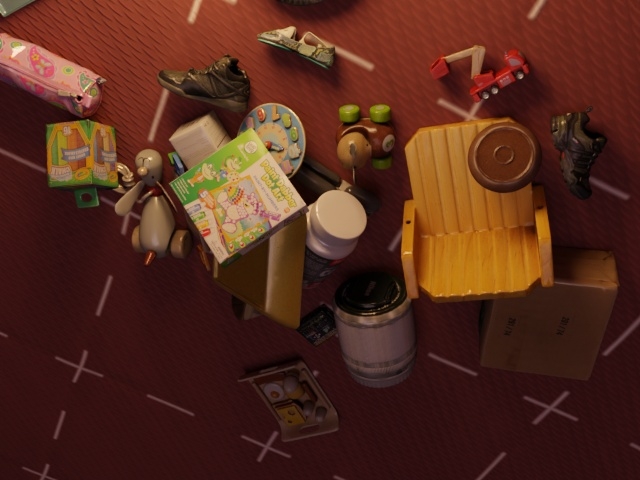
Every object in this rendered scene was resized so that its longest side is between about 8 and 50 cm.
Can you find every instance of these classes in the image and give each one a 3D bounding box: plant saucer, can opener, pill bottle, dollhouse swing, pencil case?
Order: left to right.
[{"bbox_3d":[-0.713,-0.608,1.660,0.192,0.018,0.067,-18,118,21],"label":"plant saucer"},{"bbox_3d":[-0.686,-0.410,1.721,0.284,0.124,0.124,26,124,-4],"label":"pencil case"},{"bbox_3d":[-0.181,0.034,1.788,0.333,0.081,0.333,25,118,41],"label":"plant saucer"},{"bbox_3d":[0.000,0.000,1.772,0.161,0.161,0.283,29,146,-8],"label":"pill bottle"},{"bbox_3d":[0.030,-0.156,1.759,0.283,0.076,0.095,32,143,-10],"label":"can opener"},{"bbox_3d":[0.361,-0.074,1.642,0.346,0.315,0.305,-5,132,15],"label":"dollhouse swing"},{"bbox_3d":[0.425,-0.195,1.589,0.168,0.029,0.168,-1,84,14],"label":"plant saucer"}]

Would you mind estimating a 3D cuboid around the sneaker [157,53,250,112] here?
[{"bbox_3d":[-0.277,-0.402,1.666,0.227,0.087,0.130,15,123,-2],"label":"sneaker"}]

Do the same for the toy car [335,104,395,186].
[{"bbox_3d":[0.100,-0.217,1.642,0.149,0.188,0.155,2,123,11],"label":"toy car"}]

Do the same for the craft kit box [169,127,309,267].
[{"bbox_3d":[-0.196,-0.103,1.646,0.246,0.061,0.250,-34,73,-4],"label":"craft kit box"}]

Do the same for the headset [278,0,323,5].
[{"bbox_3d":[-0.077,-0.690,1.429,0.243,0.185,0.394,-12,135,23],"label":"headset"}]

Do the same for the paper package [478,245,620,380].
[{"bbox_3d":[0.587,0.182,1.818,0.309,0.168,0.325,7,125,9],"label":"paper package"}]

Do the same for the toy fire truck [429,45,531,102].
[{"bbox_3d":[0.361,-0.391,1.560,0.192,0.047,0.135,-29,112,26],"label":"toy fire truck"}]

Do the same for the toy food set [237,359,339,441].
[{"bbox_3d":[-0.102,0.528,2.233,0.219,0.092,0.306,-19,117,22],"label":"toy food set"}]

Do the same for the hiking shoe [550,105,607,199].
[{"bbox_3d":[0.618,-0.198,1.610,0.114,0.086,0.227,-15,118,24],"label":"hiking shoe"}]

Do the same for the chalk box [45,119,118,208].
[{"bbox_3d":[-0.617,-0.193,1.788,0.132,0.132,0.213,-5,87,14],"label":"chalk box"}]

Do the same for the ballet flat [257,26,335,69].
[{"bbox_3d":[-0.052,-0.461,1.601,0.188,0.070,0.070,21,125,-5],"label":"ballet flat"}]

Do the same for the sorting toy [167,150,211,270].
[{"bbox_3d":[-0.334,-0.084,1.839,0.047,0.196,0.348,-20,123,-16],"label":"sorting toy"}]

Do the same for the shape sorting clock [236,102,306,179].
[{"bbox_3d":[-0.127,-0.239,1.714,0.206,0.040,0.206,4,98,27],"label":"shape sorting clock"}]

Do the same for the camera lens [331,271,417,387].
[{"bbox_3d":[0.155,0.242,1.914,0.219,0.219,0.274,-3,122,13],"label":"camera lens"}]

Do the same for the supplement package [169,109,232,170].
[{"bbox_3d":[-0.285,-0.224,1.769,0.105,0.105,0.179,-20,116,21],"label":"supplement package"}]

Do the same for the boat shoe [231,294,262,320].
[{"bbox_3d":[-0.170,0.081,1.955,0.110,0.122,0.341,-5,132,-29],"label":"boat shoe"}]

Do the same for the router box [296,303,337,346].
[{"bbox_3d":[-0.002,0.256,2.066,0.122,0.038,0.092,-36,109,30],"label":"router box"}]

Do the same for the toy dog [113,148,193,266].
[{"bbox_3d":[-0.469,-0.064,1.879,0.220,0.161,0.334,-15,119,20],"label":"toy dog"}]
